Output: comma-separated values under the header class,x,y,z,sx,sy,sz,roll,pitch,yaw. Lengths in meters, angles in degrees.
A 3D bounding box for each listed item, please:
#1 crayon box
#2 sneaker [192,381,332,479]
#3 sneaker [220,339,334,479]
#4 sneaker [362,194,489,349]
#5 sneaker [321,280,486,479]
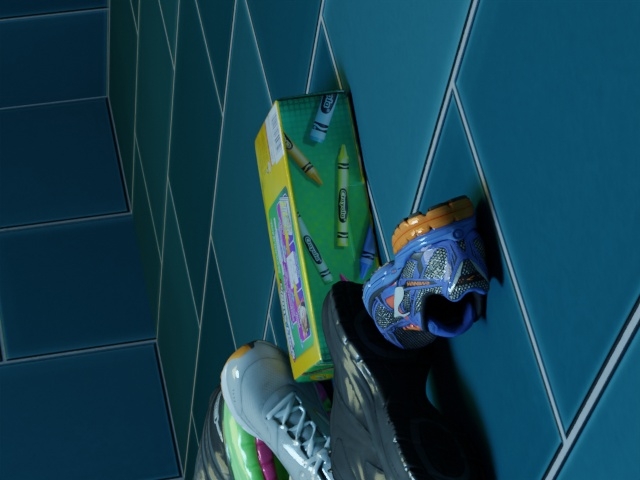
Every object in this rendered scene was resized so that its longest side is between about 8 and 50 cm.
class,x,y,z,sx,sy,sz,roll,pitch,yaw
crayon box,0.000,0.000,1.881,0.165,0.081,0.278,131,130,-75
sneaker,-0.064,0.385,2.169,0.202,0.185,0.482,174,99,-66
sneaker,-0.008,0.220,1.954,0.262,0.099,0.121,57,164,-23
sneaker,0.091,0.048,1.497,0.221,0.083,0.087,100,151,-66
sneaker,0.047,0.156,1.609,0.130,0.109,0.286,-56,34,34
